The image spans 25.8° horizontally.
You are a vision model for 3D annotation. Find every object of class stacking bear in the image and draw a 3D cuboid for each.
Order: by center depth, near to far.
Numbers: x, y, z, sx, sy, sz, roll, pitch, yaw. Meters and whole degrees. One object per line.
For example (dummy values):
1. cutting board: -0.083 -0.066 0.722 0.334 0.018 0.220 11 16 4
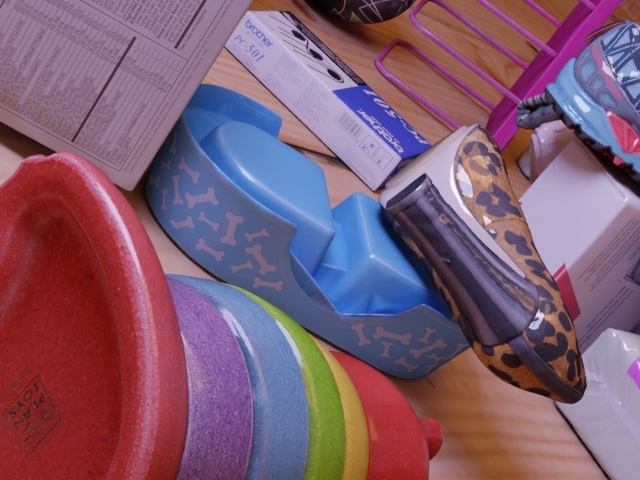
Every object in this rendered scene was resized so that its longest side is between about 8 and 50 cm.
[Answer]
1. stacking bear: -0.048 0.097 0.670 0.289 0.175 0.164 22 25 -54

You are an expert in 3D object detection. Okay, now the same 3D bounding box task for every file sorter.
1. file sorter: 0.223 -0.277 1.634 0.182 0.291 0.202 37 22 -2

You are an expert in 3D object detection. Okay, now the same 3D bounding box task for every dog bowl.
1. dog bowl: 0.000 0.000 1.028 0.297 0.074 0.166 32 23 -22

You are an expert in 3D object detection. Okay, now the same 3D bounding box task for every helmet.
1. helmet: 0.051 -0.331 1.625 0.169 0.169 0.161 14 17 -48

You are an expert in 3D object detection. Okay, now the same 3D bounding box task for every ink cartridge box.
1. ink cartridge box: 0.271 0.033 1.271 0.237 0.172 0.100 23 26 -38
2. ink cartridge box: 0.009 -0.138 1.343 0.207 0.046 0.097 45 23 10

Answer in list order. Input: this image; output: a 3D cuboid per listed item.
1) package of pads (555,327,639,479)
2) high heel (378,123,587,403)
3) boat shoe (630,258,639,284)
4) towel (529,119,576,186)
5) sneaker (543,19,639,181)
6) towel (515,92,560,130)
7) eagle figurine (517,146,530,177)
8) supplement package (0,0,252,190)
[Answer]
1. package of pads: 0.357 0.216 1.158 0.229 0.101 0.296 16 31 -44
2. high heel: 0.129 0.015 1.023 0.186 0.093 0.261 51 18 -5
3. boat shoe: 0.347 0.069 1.197 0.223 0.073 0.080 41 14 -26
4. towel: 0.370 -0.089 1.373 0.317 0.332 0.053 56 24 -78
5. sneaker: 0.321 -0.084 1.161 0.262 0.125 0.104 36 16 -4
6. towel: 0.394 -0.163 1.321 0.312 0.324 0.056 2 74 -40
7. eagle figurine: 0.412 -0.062 1.676 0.298 0.226 0.225 54 -15 -25
8. supplement package: -0.184 -0.209 0.935 0.262 0.198 0.199 29 24 -15
